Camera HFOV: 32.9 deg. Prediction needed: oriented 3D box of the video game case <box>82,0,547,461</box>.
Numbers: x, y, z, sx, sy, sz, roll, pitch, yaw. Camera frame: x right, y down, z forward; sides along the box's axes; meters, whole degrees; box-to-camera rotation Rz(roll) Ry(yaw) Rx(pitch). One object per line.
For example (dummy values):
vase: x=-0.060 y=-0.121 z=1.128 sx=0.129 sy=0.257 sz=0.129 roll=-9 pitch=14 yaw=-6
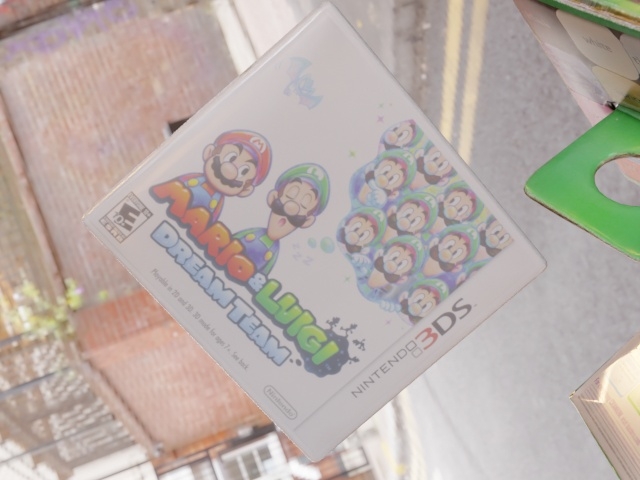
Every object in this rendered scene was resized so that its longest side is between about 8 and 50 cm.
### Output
video game case: x=0.000 y=0.000 z=0.484 sx=0.157 sy=0.143 sz=0.019 roll=48 pitch=-176 yaw=-14

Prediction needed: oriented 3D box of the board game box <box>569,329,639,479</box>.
board game box: x=0.401 y=0.121 z=0.995 sx=0.064 sy=0.316 sz=0.242 roll=36 pitch=-164 yaw=-24

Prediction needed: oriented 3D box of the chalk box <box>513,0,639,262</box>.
chalk box: x=0.165 y=-0.076 z=0.373 sx=0.132 sy=0.213 sz=0.132 roll=43 pitch=178 yaw=-41
